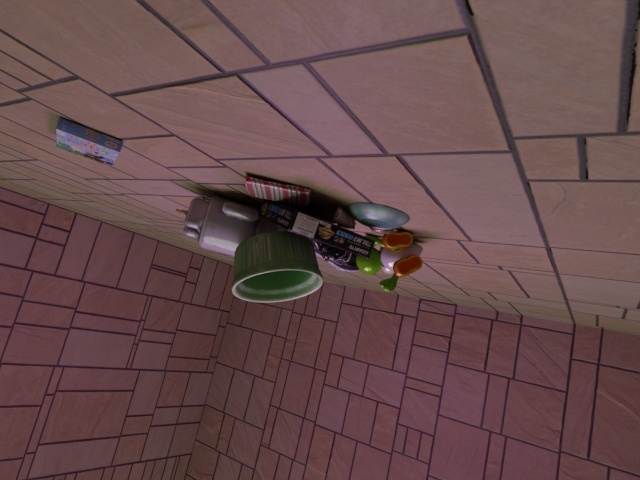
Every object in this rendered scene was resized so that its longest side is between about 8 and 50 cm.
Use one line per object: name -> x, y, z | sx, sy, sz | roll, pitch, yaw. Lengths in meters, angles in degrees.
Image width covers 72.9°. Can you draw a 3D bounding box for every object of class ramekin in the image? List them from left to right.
ramekin -> -0.150, 0.091, 1.468 | 0.304, 0.148, 0.303 | -7, 154, -3

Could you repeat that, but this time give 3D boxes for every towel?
towel -> -0.126, -0.148, 1.297 | 0.197, 0.029, 0.144 | 11, 170, -3

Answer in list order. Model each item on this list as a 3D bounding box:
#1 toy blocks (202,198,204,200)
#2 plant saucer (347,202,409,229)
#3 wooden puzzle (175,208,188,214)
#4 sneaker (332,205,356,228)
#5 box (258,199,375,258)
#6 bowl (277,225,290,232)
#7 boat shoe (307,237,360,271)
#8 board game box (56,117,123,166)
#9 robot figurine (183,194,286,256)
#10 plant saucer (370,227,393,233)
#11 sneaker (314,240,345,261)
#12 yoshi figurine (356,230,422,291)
toy blocks -> -0.405, -0.114, 1.724 | 0.148, 0.054, 0.123 | 17, 169, -19
plant saucer -> 0.173, -0.066, 1.326 | 0.195, 0.037, 0.195 | 13, 168, 3
wooden puzzle -> -0.616, -0.123, 2.043 | 0.117, 0.014, 0.078 | 10, 169, 13
sneaker -> 0.079, -0.069, 1.370 | 0.061, 0.053, 0.152 | 22, 179, 16
box -> -0.020, -0.041, 1.403 | 0.294, 0.073, 0.296 | 22, -179, -29
bowl -> -0.196, 0.001, 1.855 | 0.298, 0.133, 0.298 | 12, 170, 2
boat shoe -> 0.078, 0.055, 1.830 | 0.335, 0.121, 0.119 | 21, 171, -27
board game box -> -0.668, -0.277, 1.248 | 0.160, 0.039, 0.212 | 20, 167, -29
robot figurine -> -0.310, -0.042, 1.588 | 0.354, 0.199, 0.300 | 15, 153, -12
plant saucer -> 0.199, -0.035, 1.416 | 0.084, 0.015, 0.083 | 5, -166, -1
sneaker -> 0.000, 0.000, 1.633 | 0.228, 0.130, 0.087 | 19, 166, -20
yoshi figurine -> 0.231, 0.070, 1.606 | 0.203, 0.203, 0.362 | 29, 171, -1
